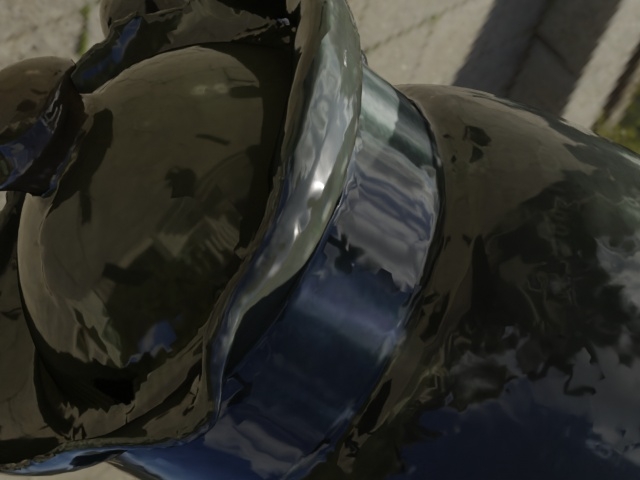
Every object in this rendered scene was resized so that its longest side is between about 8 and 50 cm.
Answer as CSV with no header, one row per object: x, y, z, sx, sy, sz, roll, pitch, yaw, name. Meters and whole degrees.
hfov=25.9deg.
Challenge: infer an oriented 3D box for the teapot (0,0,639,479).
0.015,-0.002,0.468,0.285,0.305,0.223,34,143,-32,teapot
